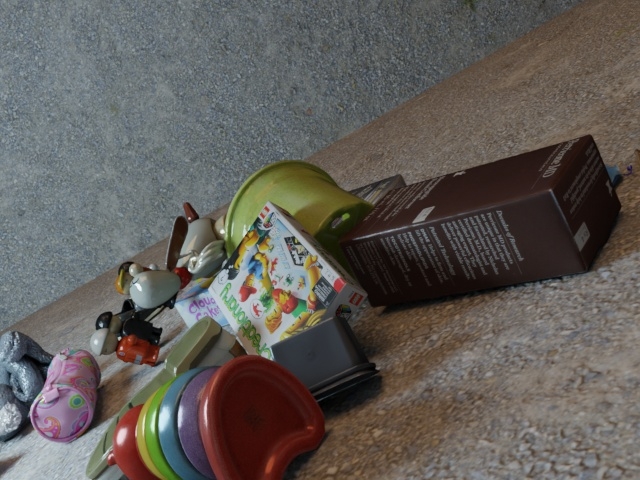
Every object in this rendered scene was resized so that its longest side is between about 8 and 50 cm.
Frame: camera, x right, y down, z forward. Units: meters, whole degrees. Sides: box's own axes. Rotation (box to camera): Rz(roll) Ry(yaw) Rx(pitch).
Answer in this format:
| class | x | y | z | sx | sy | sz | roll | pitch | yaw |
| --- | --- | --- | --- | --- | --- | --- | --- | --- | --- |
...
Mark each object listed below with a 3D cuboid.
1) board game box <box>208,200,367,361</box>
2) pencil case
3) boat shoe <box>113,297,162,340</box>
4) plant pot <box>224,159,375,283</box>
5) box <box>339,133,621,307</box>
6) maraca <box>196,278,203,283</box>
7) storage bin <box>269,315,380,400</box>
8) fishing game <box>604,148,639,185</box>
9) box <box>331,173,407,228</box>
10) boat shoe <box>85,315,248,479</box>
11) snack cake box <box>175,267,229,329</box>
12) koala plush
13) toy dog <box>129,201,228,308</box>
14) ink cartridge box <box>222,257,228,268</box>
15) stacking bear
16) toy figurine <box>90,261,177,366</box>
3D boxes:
| class | x | y | z | sx | sy | sz | roll | pitch | yaw |
| --- | --- | --- | --- | --- | --- | --- | --- | --- | --- |
| board game box | -0.063 | 0.082 | 1.277 | 0.193 | 0.053 | 0.305 | -56 | 36 | 8 |
| pencil case | -0.514 | 0.307 | 1.640 | 0.124 | 0.124 | 0.284 | -30 | 14 | -6 |
| boat shoe | -0.486 | 0.182 | 2.153 | 0.084 | 0.079 | 0.233 | -23 | 13 | 33 |
| plant pot | 0.000 | 0.000 | 1.488 | 0.276 | 0.276 | 0.254 | -34 | 25 | -21 |
| box | 0.236 | -0.021 | 1.238 | 0.381 | 0.143 | 0.191 | -13 | 21 | 40 |
| maraca | -0.221 | 0.061 | 1.966 | 0.186 | 0.127 | 0.099 | -33 | -19 | 2 |
| storage bin | 0.001 | 0.165 | 1.103 | 0.135 | 0.091 | 0.098 | -26 | -15 | 12 |
| fishing game | 0.416 | -0.091 | 1.369 | 0.264 | 0.041 | 0.189 | -22 | 12 | 28 |
| box | 0.074 | -0.054 | 1.787 | 0.183 | 0.056 | 0.231 | -16 | 20 | 36 |
| boat shoe | -0.231 | 0.264 | 1.238 | 0.302 | 0.103 | 0.113 | -49 | 20 | -4 |
| snack cake box | -0.166 | 0.103 | 1.746 | 0.264 | 0.089 | 0.152 | -21 | 16 | 31 |
| koala plush | -0.690 | 0.353 | 1.796 | 0.196 | 0.203 | 0.221 | -29 | 31 | 42 |
| toy dog | -0.287 | 0.011 | 1.660 | 0.220 | 0.161 | 0.334 | -40 | -2 | 11 |
| ink cartridge box | -0.173 | 0.031 | 1.877 | 0.180 | 0.060 | 0.104 | -6 | -19 | -20 |
| stacking bear | -0.167 | 0.254 | 1.050 | 0.289 | 0.164 | 0.175 | -23 | 13 | 42 |
| toy figurine | -0.403 | 0.152 | 1.750 | 0.213 | 0.148 | 0.209 | -125 | 53 | -76 |
